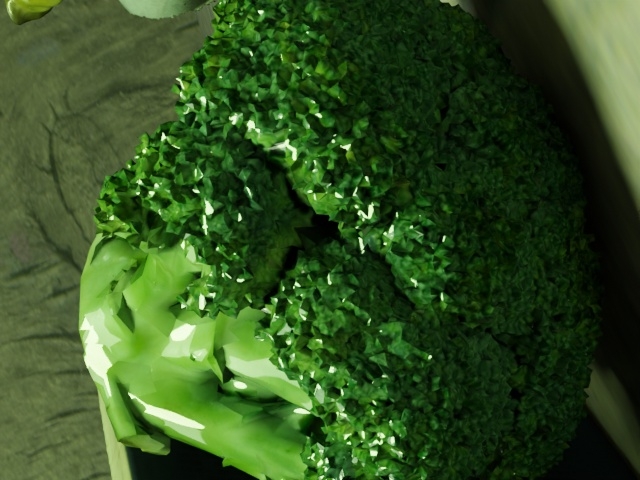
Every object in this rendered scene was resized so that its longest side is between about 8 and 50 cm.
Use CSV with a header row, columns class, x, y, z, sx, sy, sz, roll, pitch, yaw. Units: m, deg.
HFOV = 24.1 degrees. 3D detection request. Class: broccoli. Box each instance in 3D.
class,x,y,z,sx,sy,sz,roll,pitch,yaw
broccoli,0.008,0.002,0.454,0.195,0.156,0.195,35,-135,-45

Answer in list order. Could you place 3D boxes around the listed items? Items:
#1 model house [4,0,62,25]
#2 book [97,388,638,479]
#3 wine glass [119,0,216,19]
class,x,y,z,sx,sy,sz,roll,pitch,yaw
model house,-0.184,-0.278,1.069,0.193,0.175,0.234,49,160,-23
book,0.024,0.085,0.511,0.269,0.190,0.025,-120,40,-64
wine glass,-0.163,-0.315,1.312,0.241,0.126,0.126,74,173,-48
